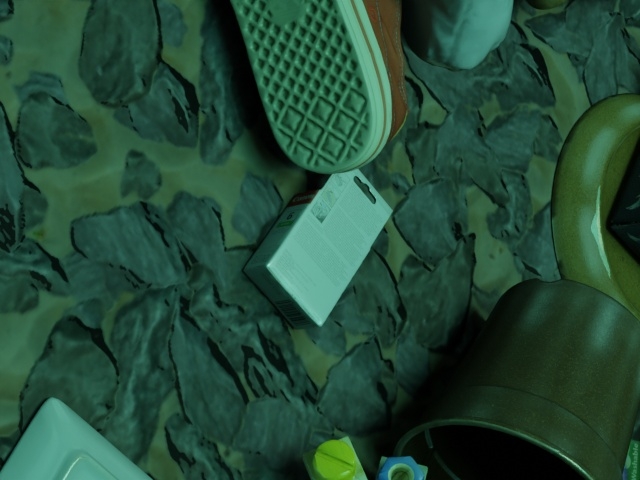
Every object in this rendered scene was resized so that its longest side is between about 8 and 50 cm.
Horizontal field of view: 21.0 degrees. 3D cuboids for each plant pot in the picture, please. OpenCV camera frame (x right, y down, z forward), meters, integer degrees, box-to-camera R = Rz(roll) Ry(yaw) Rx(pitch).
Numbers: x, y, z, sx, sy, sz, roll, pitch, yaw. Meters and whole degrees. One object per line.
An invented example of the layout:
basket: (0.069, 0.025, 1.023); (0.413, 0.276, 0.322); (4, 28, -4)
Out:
plant pot: (0.286, -0.010, 1.464); (0.236, 0.032, 0.236); (6, 80, -41)
plant pot: (0.158, 0.126, 1.259); (0.167, 0.167, 0.165); (50, 47, -24)

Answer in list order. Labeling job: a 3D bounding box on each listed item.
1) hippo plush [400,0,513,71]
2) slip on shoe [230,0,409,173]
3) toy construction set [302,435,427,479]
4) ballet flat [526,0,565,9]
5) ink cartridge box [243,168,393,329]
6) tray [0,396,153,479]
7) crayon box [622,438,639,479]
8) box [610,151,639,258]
hippo plush: (0.163, -0.279, 1.199); (0.236, 0.294, 0.234); (-21, 80, -23)
slip on shoe: (-0.010, -0.211, 1.193); (0.101, 0.123, 0.331); (-22, 99, -64)
toy construction set: (0.087, 0.296, 1.133); (0.215, 0.151, 0.328); (3, 78, 1)
ballet flat: (0.273, -0.271, 1.450); (0.342, 0.116, 0.124); (-29, 123, -39)
ink cartridge box: (0.000, 0.000, 1.216); (0.063, 0.029, 0.115); (49, 55, -24)
tray: (-0.107, 0.233, 1.089); (0.270, 0.030, 0.145); (45, 56, -27)
crayon box: (0.360, 0.285, 1.452); (0.323, 0.083, 0.203); (18, 72, -37)
box: (0.354, -0.053, 1.466); (0.183, 0.059, 0.233); (42, 60, -29)
